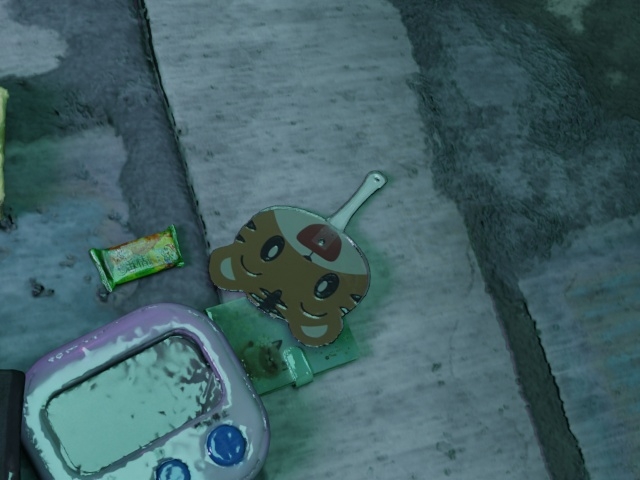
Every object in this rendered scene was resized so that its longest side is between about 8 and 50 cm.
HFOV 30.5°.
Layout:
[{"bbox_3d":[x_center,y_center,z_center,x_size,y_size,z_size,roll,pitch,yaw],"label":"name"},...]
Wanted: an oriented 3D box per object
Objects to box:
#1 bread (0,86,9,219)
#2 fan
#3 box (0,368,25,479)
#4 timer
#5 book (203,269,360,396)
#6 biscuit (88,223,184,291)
[{"bbox_3d":[-0.383,-0.089,1.074,0.188,0.068,0.126,4,70,-17],"label":"bread"},{"bbox_3d":[0.000,0.000,1.198,0.152,0.008,0.227,35,57,9],"label":"fan"},{"bbox_3d":[-0.406,0.224,0.821,0.345,0.204,0.251,8,67,-37],"label":"box"},{"bbox_3d":[-0.159,0.166,1.057,0.208,0.069,0.191,-26,81,-24],"label":"timer"},{"bbox_3d":[-0.035,0.095,1.156,0.135,0.017,0.103,-17,76,-24],"label":"book"},{"bbox_3d":[-0.175,0.017,1.136,0.089,0.016,0.046,-18,77,-24],"label":"biscuit"}]
